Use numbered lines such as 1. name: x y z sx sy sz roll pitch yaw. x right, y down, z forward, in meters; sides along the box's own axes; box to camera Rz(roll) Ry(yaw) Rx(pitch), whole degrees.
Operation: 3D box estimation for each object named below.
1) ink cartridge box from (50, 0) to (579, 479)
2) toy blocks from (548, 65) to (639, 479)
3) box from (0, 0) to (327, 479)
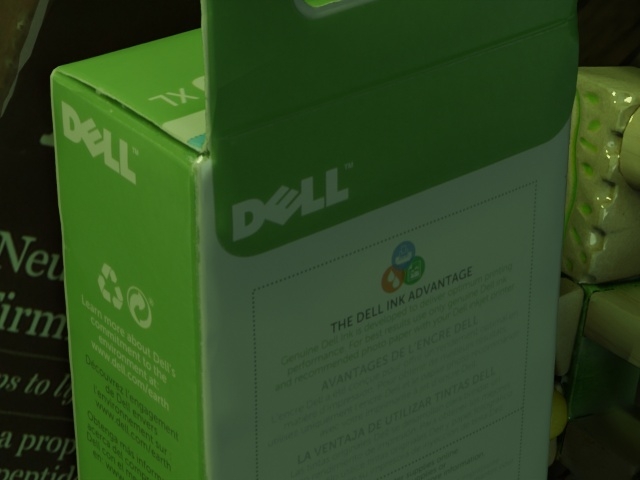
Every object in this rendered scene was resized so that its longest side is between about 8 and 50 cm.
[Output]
1. ink cartridge box: 0.000 0.000 0.397 0.109 0.062 0.209 -21 125 -33
2. toy blocks: 0.156 0.089 0.637 0.309 0.260 0.288 -5 114 -31
3. box: -0.074 -0.026 0.485 0.168 0.167 0.203 13 104 -44
